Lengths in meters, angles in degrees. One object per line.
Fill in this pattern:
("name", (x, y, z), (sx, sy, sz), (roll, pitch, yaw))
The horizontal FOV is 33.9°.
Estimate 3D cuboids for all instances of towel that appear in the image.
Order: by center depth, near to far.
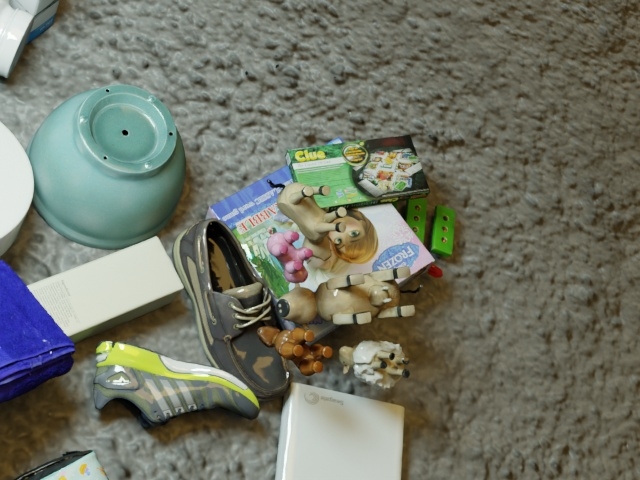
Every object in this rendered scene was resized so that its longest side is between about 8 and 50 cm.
("towel", (-0.507, 0.136, 1.537), (0.227, 0.076, 0.308), (53, 22, 6))

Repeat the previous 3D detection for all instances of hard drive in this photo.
("hard drive", (0.032, 0.446, 1.863), (0.233, 0.047, 0.353), (15, 61, -19))

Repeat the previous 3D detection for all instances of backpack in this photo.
("backpack", (-0.406, 0.407, 1.601), (0.188, 0.166, 0.144), (-34, 85, -30))

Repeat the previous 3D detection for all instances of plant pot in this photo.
("plant pot", (-0.366, -0.156, 1.868), (0.293, 0.196, 0.293), (10, 63, -20))

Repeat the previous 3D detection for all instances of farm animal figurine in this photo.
("farm animal figurine", (0.014, 0.080, 1.836), (0.327, 0.172, 0.330), (14, 77, -30))

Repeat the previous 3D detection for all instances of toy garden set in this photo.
("toy garden set", (0.150, -0.004, 2.133), (0.244, 0.049, 0.203), (19, 58, -17))

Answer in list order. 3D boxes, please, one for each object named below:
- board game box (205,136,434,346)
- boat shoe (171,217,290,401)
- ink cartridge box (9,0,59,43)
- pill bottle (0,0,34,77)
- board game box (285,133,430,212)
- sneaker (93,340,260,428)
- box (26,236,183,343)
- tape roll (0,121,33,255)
("board game box", (0.000, 0.000, 2.001), (0.319, 0.066, 0.318), (-31, 76, -24))
("boat shoe", (-0.156, 0.120, 1.876), (0.132, 0.130, 0.355), (-24, 79, -32))
("ink cartridge box", (-0.552, -0.476, 1.932), (0.139, 0.191, 0.082), (44, 56, -2))
("pill bottle", (-0.680, -0.411, 1.847), (0.323, 0.181, 0.181), (24, 59, -14))
("board game box", (0.072, -0.129, 2.029), (0.260, 0.030, 0.136), (-9, 69, -19))
("sneaker", (-0.250, 0.268, 1.791), (0.300, 0.111, 0.121), (17, 71, -11))
("box", (-0.384, 0.098, 1.800), (0.275, 0.094, 0.113), (-21, 78, -32))
("tape roll", (-0.668, -0.104, 1.707), (0.392, 0.072, 0.392), (18, 43, -18))
